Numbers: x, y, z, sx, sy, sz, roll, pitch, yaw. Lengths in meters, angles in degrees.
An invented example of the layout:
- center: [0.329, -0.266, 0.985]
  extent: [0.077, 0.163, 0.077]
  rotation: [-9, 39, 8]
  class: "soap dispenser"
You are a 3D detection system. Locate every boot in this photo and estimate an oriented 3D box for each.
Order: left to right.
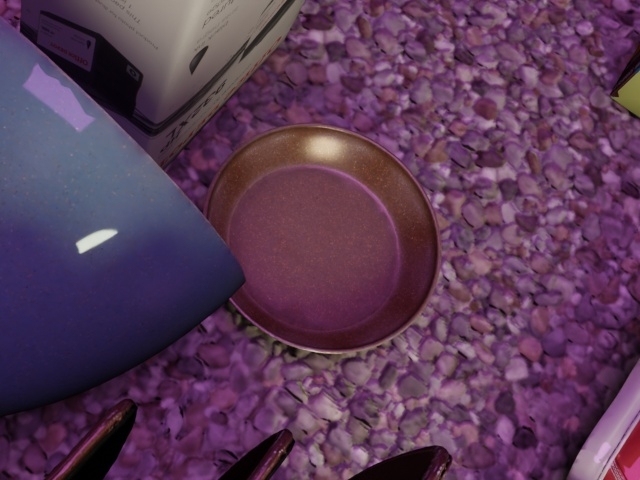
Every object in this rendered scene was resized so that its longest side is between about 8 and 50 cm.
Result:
- center: [0.330, 0.144, 0.794]
  extent: [0.176, 0.088, 0.244]
  rotation: [29, 68, 23]
  class: "boot"

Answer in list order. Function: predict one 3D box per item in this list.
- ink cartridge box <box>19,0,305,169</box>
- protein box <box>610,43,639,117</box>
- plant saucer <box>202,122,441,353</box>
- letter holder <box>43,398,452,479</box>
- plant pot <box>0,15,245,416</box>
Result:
- center: [-0.092, -0.193, 0.711]
  extent: [0.129, 0.307, 0.223]
  rotation: [39, 63, -1]
  class: "ink cartridge box"
- center: [0.429, -0.181, 0.959]
  extent: [0.200, 0.136, 0.201]
  rotation: [36, 63, 0]
  class: "protein box"
- center: [0.000, 0.000, 0.812]
  extent: [0.199, 0.036, 0.198]
  rotation: [6, 67, -14]
  class: "plant saucer"
- center: [-0.079, 0.175, 0.567]
  extent: [0.152, 0.302, 0.214]
  rotation: [39, 63, 1]
  class: "letter holder"
- center: [-0.218, 0.000, 0.626]
  extent: [0.290, 0.290, 0.195]
  rotation: [41, 78, 2]
  class: "plant pot"
